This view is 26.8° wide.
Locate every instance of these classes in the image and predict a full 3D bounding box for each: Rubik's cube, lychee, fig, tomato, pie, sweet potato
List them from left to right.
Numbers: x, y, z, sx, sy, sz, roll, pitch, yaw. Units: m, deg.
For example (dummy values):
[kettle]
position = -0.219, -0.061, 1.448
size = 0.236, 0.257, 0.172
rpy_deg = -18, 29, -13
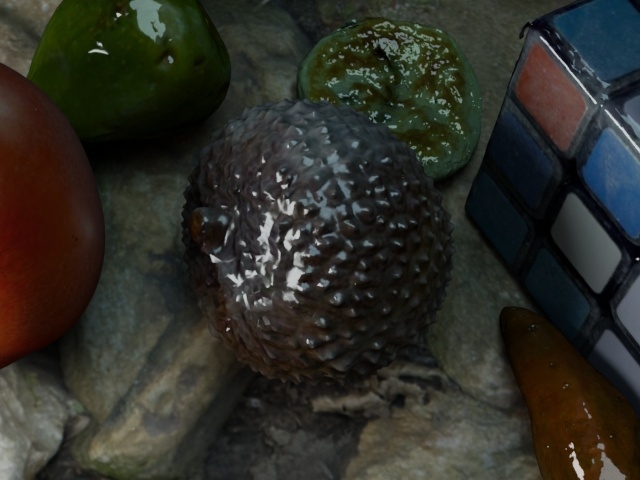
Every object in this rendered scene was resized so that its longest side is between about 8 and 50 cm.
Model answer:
[tomato]
position = -0.353, -0.029, 1.295
size = 0.321, 0.321, 0.322
rpy_deg = 4, 61, -6
[fig]
position = -0.242, -0.179, 1.473
size = 0.275, 0.206, 0.206
rpy_deg = -27, 67, 2
[lychee]
position = 0.000, -0.005, 1.347
size = 0.300, 0.300, 0.300
rpy_deg = 4, 61, -6
[pie]
position = 0.085, -0.165, 1.576
size = 0.240, 0.054, 0.241
rpy_deg = 3, 59, -5
[sweet potato]
position = 0.273, 0.207, 1.369
size = 0.112, 0.112, 0.359
rpy_deg = -6, 60, -12
[Rubik's cube]
position = 0.403, -0.062, 1.398
size = 0.358, 0.362, 0.363
rpy_deg = -23, 68, -22
